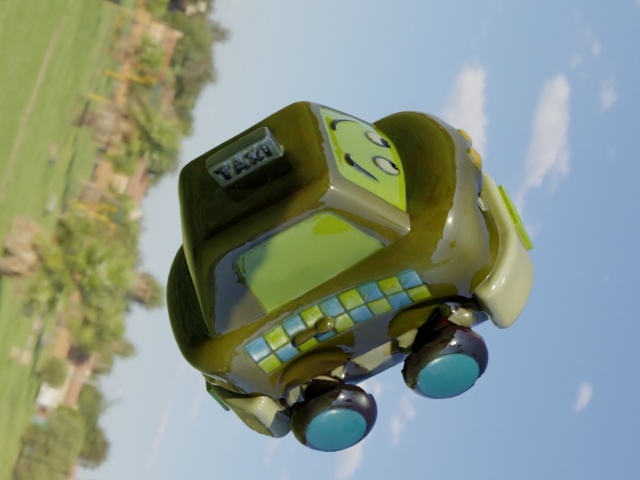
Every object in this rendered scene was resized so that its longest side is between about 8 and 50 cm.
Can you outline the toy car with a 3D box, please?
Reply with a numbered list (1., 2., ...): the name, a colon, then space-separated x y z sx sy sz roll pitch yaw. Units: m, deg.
1. toy car: 0.000 0.000 0.859 0.247 0.198 0.204 -27 -140 11
